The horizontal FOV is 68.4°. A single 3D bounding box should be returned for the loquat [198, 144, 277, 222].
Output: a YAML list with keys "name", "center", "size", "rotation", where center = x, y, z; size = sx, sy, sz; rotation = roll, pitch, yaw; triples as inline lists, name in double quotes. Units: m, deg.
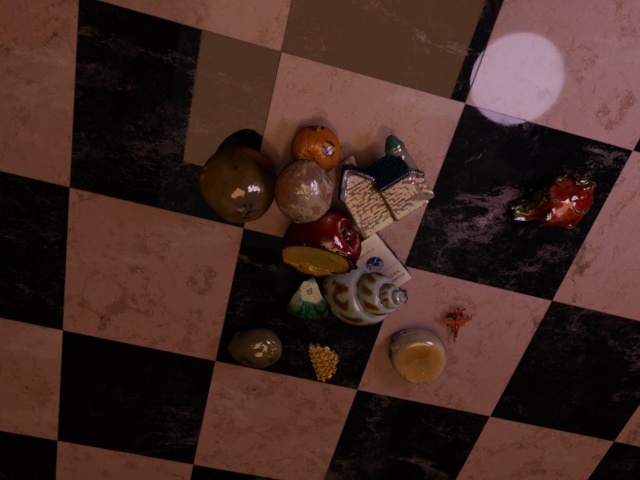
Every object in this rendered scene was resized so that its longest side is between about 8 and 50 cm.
- name: "loquat"
  center: [-0.284, -0.186, 1.635]
  size: [0.275, 0.284, 0.276]
  rotation: [-10, 135, -10]

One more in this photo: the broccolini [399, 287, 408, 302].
- name: "broccolini"
  center: [0.243, 0.261, 1.970]
  size: [0.254, 0.057, 0.071]
  rotation: [-20, 70, 5]

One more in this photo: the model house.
- name: "model house"
  center: [0.206, -0.200, 1.671]
  size: [0.298, 0.243, 0.284]
  rotation: [-32, 102, 9]

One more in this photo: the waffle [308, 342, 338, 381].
- name: "waffle"
  center: [0.000, 0.546, 2.097]
  size: [0.160, 0.046, 0.192]
  rotation: [16, 113, -10]

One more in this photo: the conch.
- name: "conch"
  center: [0.160, 0.208, 1.791]
  size: [0.367, 0.197, 0.249]
  rotation: [-23, 112, 28]

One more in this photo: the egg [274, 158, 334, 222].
- name: "egg"
  center: [-0.058, -0.165, 1.559]
  size: [0.203, 0.203, 0.245]
  rotation: [2, 148, -2]

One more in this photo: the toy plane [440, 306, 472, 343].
- name: "toy plane"
  center: [0.580, 0.361, 2.020]
  size: [0.135, 0.062, 0.188]
  rotation: [-3, 128, 1]

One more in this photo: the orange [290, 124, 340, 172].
- name: "orange"
  center: [-0.016, -0.316, 1.648]
  size: [0.177, 0.155, 0.178]
  rotation: [0, 125, 1]

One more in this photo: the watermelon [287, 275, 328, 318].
- name: "watermelon"
  center: [-0.037, 0.261, 1.886]
  size: [0.146, 0.128, 0.231]
  rotation: [36, 152, 12]

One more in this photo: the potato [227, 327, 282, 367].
- name: "potato"
  center: [-0.276, 0.455, 1.999]
  size: [0.235, 0.160, 0.178]
  rotation: [3, 94, 9]

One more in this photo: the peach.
- name: "peach"
  center: [0.000, 0.000, 1.761]
  size: [0.257, 0.201, 0.361]
  rotation: [33, 151, -25]

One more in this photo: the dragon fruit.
- name: "dragon fruit"
  center: [0.853, -0.149, 1.732]
  size: [0.269, 0.198, 0.200]
  rotation: [6, 126, 12]

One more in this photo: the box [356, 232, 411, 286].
- name: "box"
  center: [0.222, 0.092, 1.884]
  size: [0.164, 0.069, 0.256]
  rotation: [-36, 110, 15]

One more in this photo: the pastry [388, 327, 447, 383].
- name: "pastry"
  center: [0.418, 0.494, 2.030]
  size: [0.264, 0.133, 0.265]
  rotation: [0, 115, 0]
